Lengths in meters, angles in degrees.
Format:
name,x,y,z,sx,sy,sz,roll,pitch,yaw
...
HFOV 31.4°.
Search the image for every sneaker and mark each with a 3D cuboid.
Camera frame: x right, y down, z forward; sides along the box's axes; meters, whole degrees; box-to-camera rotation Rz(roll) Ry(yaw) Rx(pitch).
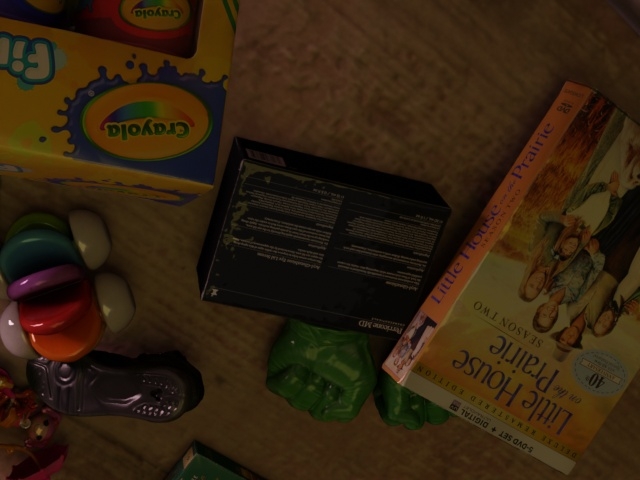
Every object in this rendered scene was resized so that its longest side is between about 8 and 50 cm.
name,x,y,z,sx,sy,sz,roll,pitch,yaw
sneaker,-0.247,0.176,1.422,0.228,0.130,0.087,4,88,17

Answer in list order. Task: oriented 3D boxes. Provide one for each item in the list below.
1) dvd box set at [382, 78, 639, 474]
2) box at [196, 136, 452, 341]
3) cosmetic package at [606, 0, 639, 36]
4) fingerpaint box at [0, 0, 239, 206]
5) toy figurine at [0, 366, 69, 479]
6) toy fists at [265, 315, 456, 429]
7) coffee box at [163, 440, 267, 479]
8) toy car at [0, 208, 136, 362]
name,x,y,z,sx,sy,sz,roll,pitch,yaw
dvd box set,0.309,0.056,1.422,0.308,0.062,0.420,32,94,-26
box,0.000,0.000,1.380,0.261,0.103,0.184,13,108,-15
cosmetic package,0.404,-0.309,1.275,0.151,0.183,0.151,40,102,-21
fingerpaint box,-0.305,-0.254,1.089,0.445,0.163,0.371,10,81,-18
toy figurine,-0.386,0.236,1.427,0.159,0.130,0.173,29,81,-33
toy fists,0.070,0.173,1.468,0.279,0.096,0.142,7,112,-14
coffee box,-0.126,0.358,1.540,0.184,0.040,0.113,32,103,-20
toy car,-0.312,0.056,1.320,0.159,0.136,0.182,-19,96,0
